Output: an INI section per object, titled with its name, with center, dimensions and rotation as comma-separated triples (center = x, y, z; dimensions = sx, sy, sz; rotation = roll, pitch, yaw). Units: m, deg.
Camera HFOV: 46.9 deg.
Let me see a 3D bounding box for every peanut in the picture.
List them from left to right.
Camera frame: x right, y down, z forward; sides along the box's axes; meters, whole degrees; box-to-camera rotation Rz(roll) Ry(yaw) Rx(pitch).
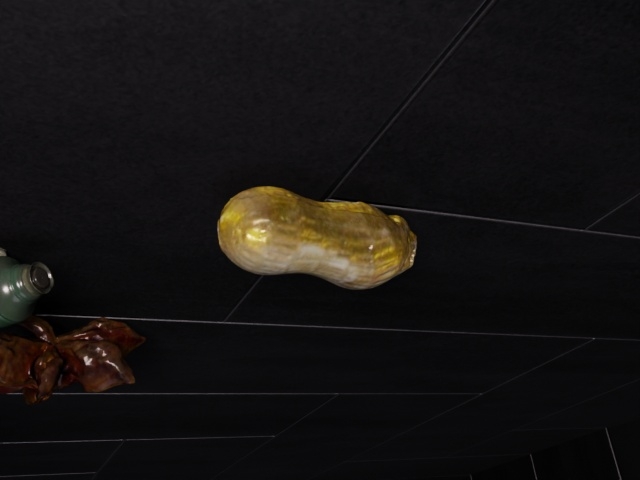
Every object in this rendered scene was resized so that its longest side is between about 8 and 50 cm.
[peanut]
center = 0.000, 0.000, 0.706
dimensions = 0.206, 0.087, 0.087
rotation = 8, 150, -27

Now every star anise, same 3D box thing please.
[star anise]
center = -0.312, 0.144, 0.887
dimensions = 0.196, 0.111, 0.212
rotation = -1, 161, -2

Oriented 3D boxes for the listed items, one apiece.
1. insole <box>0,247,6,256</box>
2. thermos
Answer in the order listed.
[insole]
center = -0.398, 0.039, 0.763
dimensions = 0.192, 0.010, 0.063
rotation = -23, 150, 27
[thermos]
center = -0.354, 0.059, 0.736
dimensions = 0.187, 0.083, 0.073
rotation = -19, 172, 15
